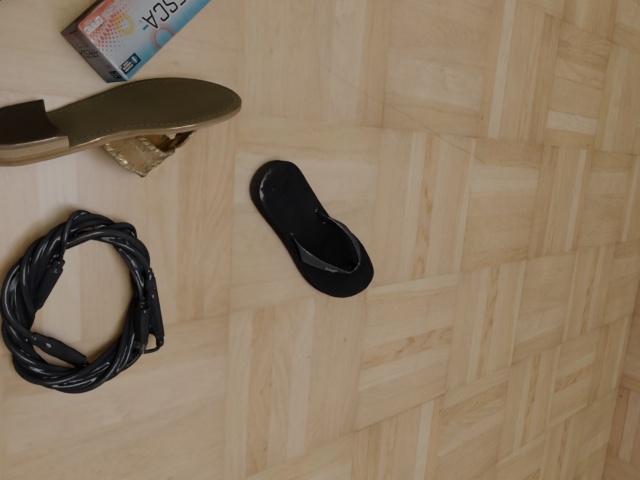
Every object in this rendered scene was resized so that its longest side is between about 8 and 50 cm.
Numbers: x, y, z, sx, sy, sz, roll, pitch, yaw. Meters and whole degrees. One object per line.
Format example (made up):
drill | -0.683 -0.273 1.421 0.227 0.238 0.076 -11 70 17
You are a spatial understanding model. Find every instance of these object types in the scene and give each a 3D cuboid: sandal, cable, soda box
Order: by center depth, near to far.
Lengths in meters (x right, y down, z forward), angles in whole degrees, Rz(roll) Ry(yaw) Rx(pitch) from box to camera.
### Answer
soda box | -0.157 -0.237 0.499 0.183 0.058 0.063 -52 128 -17
sandal | -0.196 -0.098 0.507 0.240 0.088 0.079 -18 144 -29
cable | -0.239 0.060 0.519 0.150 0.047 0.185 -16 114 -32
sandal | -0.001 0.000 0.695 0.097 0.054 0.254 -56 129 -15
